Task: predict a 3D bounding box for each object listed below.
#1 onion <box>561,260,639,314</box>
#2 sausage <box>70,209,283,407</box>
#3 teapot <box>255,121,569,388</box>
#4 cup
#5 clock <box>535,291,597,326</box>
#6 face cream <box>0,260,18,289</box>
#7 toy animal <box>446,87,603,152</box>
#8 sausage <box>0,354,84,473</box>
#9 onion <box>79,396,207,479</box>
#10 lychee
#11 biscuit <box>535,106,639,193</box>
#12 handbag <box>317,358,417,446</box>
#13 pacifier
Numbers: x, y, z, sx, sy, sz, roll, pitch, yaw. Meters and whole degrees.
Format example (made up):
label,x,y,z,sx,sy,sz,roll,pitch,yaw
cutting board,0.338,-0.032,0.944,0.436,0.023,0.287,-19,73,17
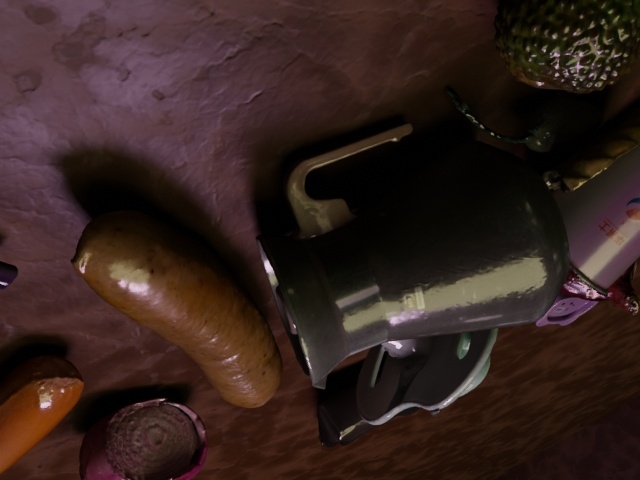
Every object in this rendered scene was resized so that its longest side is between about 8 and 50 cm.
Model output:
label,x,y,z,sx,sy,sz,roll,pitch,yaw
onion,0.507,0.044,1.171,0.173,0.198,0.135,-5,119,-29
sausage,-0.159,0.098,0.872,0.136,0.123,0.500,-55,151,-18
teapot,0.104,0.010,0.828,0.344,0.253,0.299,-20,101,-10
cup,0.477,-0.079,1.003,0.203,0.203,0.288,20,120,-47
clock,0.534,0.138,1.440,0.153,0.050,0.110,4,136,-36
face cream,-0.417,-0.001,0.615,0.078,0.078,0.273,-37,144,17
toy animal,0.273,-0.151,0.847,0.253,0.079,0.070,-6,129,-28
sausage,-0.444,0.259,0.936,0.274,0.105,0.105,-41,143,23
onion,-0.308,0.367,1.118,0.207,0.201,0.200,-40,161,-42
lychee,0.262,-0.237,0.671,0.171,0.171,0.171,-17,146,-12
biscuit,0.370,-0.123,0.890,0.187,0.036,0.273,-35,178,1
handbag,0.124,0.357,1.424,0.286,0.113,0.257,-24,153,-15
pacifier,0.136,0.148,1.090,0.269,0.288,0.343,38,139,-18
